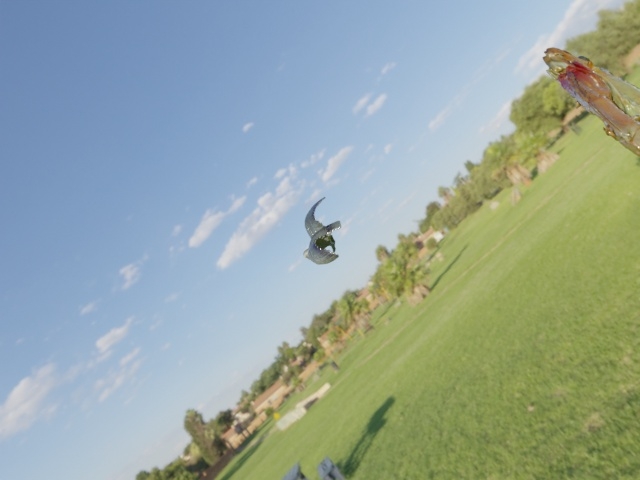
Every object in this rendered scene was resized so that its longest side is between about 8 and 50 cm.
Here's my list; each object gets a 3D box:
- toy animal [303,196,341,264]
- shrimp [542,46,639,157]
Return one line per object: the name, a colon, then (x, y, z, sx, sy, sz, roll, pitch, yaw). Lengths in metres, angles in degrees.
toy animal: (0.001, 0.000, 0.474, 0.028, 0.084, 0.050, 4, -51, -11)
shrimp: (0.380, -0.169, 0.673, 0.154, 0.294, 0.062, -1, -47, -33)
